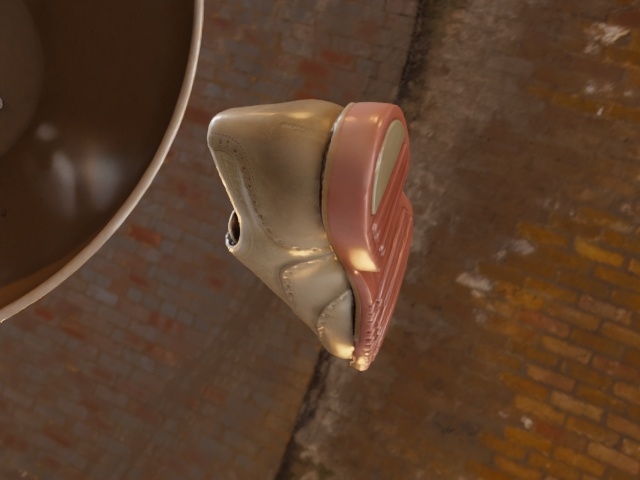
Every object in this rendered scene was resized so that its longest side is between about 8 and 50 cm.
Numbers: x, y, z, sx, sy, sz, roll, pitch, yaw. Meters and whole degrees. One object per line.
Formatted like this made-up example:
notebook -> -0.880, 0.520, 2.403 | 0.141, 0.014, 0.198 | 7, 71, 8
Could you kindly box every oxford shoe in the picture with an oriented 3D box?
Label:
oxford shoe -> 0.000, 0.000, 0.766 | 0.147, 0.140, 0.397 | 12, -29, 12

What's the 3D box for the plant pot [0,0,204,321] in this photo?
plant pot -> -0.204, -0.097, 0.386 | 0.284, 0.284, 0.191 | 66, -12, -7
